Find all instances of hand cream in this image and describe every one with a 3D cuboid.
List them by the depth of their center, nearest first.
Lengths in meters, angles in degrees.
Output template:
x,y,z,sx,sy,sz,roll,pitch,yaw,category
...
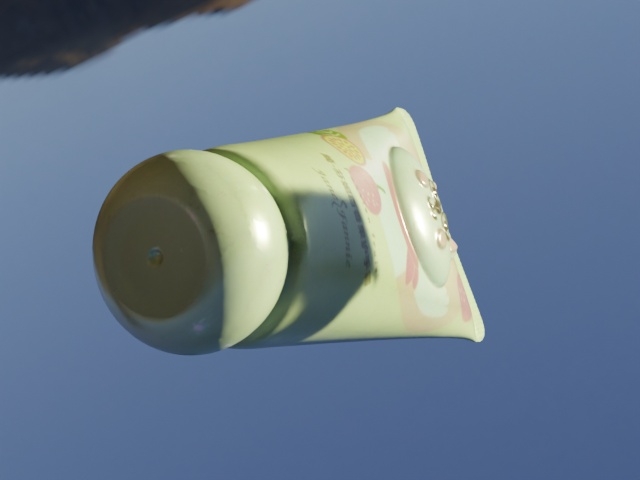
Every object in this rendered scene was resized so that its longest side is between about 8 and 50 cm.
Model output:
x,y,z,sx,sy,sz,roll,pitch,yaw,category
0.000,0.000,0.853,0.093,0.147,0.306,-23,173,27,hand cream
